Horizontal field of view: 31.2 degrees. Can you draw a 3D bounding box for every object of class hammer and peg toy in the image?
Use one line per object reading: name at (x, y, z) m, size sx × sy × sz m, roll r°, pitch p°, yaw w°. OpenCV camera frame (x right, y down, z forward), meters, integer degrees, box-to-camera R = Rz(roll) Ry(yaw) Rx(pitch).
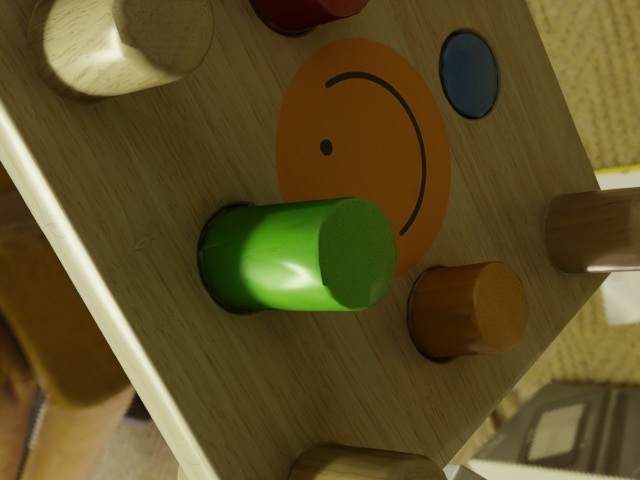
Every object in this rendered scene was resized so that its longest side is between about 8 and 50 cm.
hammer and peg toy at (-0.005, -0.082, 0.434) m, size 0.127 × 0.266 × 0.361 m, roll -5°, pitch 118°, yaw 48°

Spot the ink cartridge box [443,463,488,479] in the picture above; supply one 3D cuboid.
ink cartridge box at (0.070, 0.191, 0.727) m, size 0.052 × 0.088 × 0.122 m, roll 33°, pitch 165°, yaw -2°
